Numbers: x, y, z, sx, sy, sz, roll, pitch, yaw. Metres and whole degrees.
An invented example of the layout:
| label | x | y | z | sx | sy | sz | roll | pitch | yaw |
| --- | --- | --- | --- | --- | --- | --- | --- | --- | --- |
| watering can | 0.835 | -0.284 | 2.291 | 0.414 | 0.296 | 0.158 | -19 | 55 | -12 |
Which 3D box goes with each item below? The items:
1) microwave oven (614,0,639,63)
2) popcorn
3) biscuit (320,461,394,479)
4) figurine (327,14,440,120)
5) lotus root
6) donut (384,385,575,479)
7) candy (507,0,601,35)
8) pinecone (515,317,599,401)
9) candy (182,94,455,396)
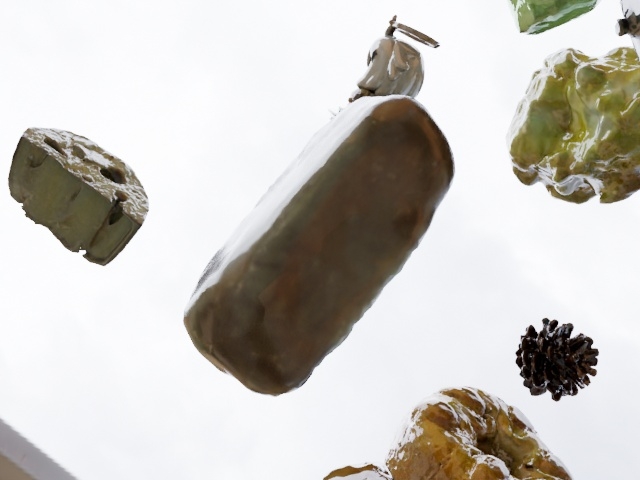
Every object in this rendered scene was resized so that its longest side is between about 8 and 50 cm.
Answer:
| label | x | y | z | sx | sy | sz | roll | pitch | yaw |
| --- | --- | --- | --- | --- | --- | --- | --- | --- | --- |
| microwave oven | 0.454 | -0.139 | 0.683 | 0.247 | 0.333 | 0.394 | -13 | -106 | 2 |
| popcorn | 0.510 | -0.204 | 1.370 | 0.292 | 0.334 | 0.293 | -18 | -69 | -36 |
| biscuit | 0.038 | 0.221 | 0.300 | 0.049 | 0.273 | 0.257 | -9 | -80 | -1 |
| figurine | 0.095 | -0.202 | 0.973 | 0.132 | 0.132 | 0.153 | 21 | -76 | -12 |
| lotus root | -0.382 | -0.076 | 1.225 | 0.235 | 0.138 | 0.119 | 41 | -61 | 0 |
| donut | 0.179 | 0.260 | 0.837 | 0.227 | 0.226 | 0.113 | 30 | -70 | -14 |
| candy | 0.275 | -0.452 | 1.024 | 0.142 | 0.132 | 0.343 | -17 | -93 | 35 |
| pinecone | 0.395 | 0.196 | 1.265 | 0.140 | 0.121 | 0.140 | 7 | -102 | -38 |
| candy | 0.000 | 0.000 | 0.560 | 0.102 | 0.104 | 0.234 | 44 | -97 | -15 |
